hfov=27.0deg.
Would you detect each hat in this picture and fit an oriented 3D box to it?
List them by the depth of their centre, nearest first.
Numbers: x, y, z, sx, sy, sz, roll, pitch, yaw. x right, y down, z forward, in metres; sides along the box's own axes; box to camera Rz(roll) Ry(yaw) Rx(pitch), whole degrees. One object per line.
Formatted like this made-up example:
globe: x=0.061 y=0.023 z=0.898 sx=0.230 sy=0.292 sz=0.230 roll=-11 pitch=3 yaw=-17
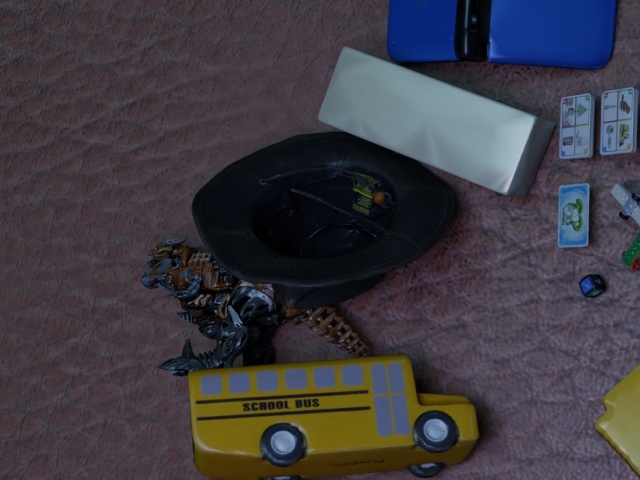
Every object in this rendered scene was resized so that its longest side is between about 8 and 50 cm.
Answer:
hat: x=0.000 y=0.000 z=1.647 sx=0.331 sy=0.331 sz=0.134 roll=25 pitch=132 yaw=27

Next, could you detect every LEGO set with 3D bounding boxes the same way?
LEGO set: x=0.358 y=-0.055 z=1.557 sx=0.182 sy=0.060 sz=0.244 roll=-4 pitch=83 yaw=54

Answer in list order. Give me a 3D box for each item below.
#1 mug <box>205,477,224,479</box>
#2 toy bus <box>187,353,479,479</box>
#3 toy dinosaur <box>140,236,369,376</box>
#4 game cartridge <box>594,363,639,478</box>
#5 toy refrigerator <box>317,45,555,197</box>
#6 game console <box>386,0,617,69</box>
mug: x=-0.074 y=0.364 z=1.662 sx=0.113 sy=0.150 sz=0.169 roll=-21 pitch=78 yaw=6
toy bus: x=0.013 y=0.215 z=1.584 sx=0.333 sy=0.108 sz=0.130 roll=-4 pitch=62 yaw=-6
toy dinosaur: x=-0.101 y=0.094 z=1.718 sx=0.322 sy=0.164 sz=0.218 roll=9 pitch=71 yaw=43
game cartridge: x=0.498 y=0.213 z=1.427 sx=0.285 sy=0.052 sz=0.323 roll=-41 pitch=65 yaw=0
toy refrigerator: x=0.143 y=-0.148 z=1.654 sx=0.270 sy=0.094 sz=0.102 roll=23 pitch=99 yaw=24
game console: x=0.227 y=-0.362 z=1.665 sx=0.250 sy=0.173 sz=0.293 roll=9 pitch=96 yaw=57
